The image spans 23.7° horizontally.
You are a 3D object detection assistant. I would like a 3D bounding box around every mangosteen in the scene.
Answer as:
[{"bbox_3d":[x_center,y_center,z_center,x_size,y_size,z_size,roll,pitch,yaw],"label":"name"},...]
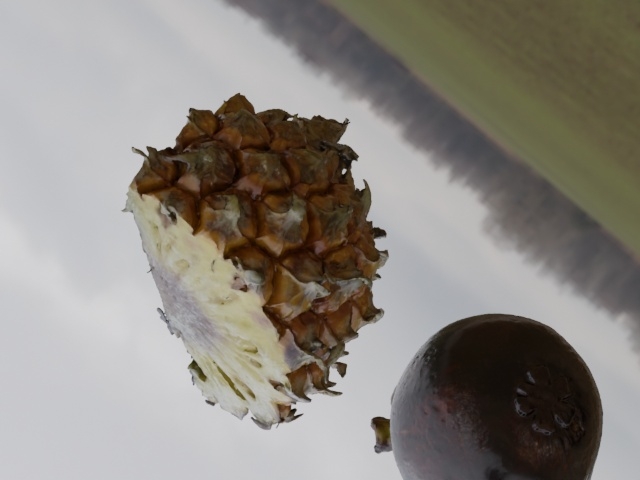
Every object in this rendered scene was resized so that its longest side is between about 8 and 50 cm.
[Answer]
[{"bbox_3d":[0.224,0.250,2.010,0.297,0.293,0.297,12,-134,-13],"label":"mangosteen"}]

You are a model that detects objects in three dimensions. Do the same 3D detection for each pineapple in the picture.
[{"bbox_3d":[0.002,-0.002,1.431,0.209,0.286,0.344,25,148,29],"label":"pineapple"}]
